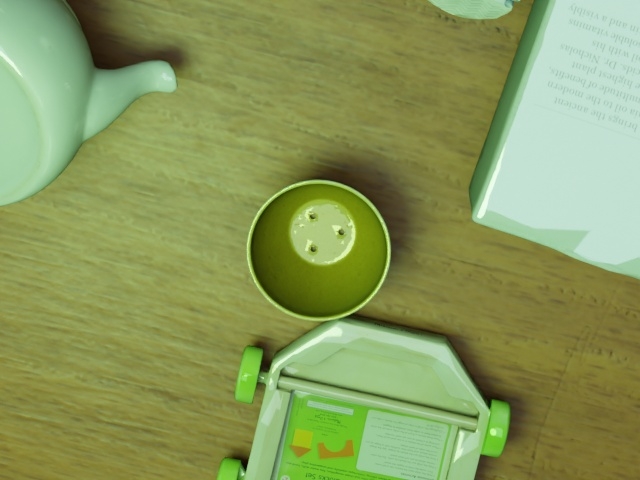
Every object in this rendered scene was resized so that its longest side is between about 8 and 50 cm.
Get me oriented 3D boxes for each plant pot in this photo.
[{"bbox_3d":[0.000,0.000,1.715,0.134,0.095,0.134,0,102,2],"label":"plant pot"}]

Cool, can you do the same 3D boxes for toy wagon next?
[{"bbox_3d":[0.030,0.249,1.780,0.267,0.068,0.344,13,103,0],"label":"toy wagon"}]

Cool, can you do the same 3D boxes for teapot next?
[{"bbox_3d":[-0.312,-0.169,1.656,0.252,0.187,0.256,-18,120,33],"label":"teapot"}]

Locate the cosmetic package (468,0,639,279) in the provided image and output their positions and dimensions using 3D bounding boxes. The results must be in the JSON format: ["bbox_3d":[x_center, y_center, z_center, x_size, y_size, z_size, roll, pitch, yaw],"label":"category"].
[{"bbox_3d":[0.313,-0.203,1.626,0.230,0.161,0.453,19,102,-2],"label":"cosmetic package"}]

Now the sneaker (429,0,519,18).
[{"bbox_3d":[0.171,-0.349,1.560,0.127,0.315,0.182,19,61,-7],"label":"sneaker"}]
